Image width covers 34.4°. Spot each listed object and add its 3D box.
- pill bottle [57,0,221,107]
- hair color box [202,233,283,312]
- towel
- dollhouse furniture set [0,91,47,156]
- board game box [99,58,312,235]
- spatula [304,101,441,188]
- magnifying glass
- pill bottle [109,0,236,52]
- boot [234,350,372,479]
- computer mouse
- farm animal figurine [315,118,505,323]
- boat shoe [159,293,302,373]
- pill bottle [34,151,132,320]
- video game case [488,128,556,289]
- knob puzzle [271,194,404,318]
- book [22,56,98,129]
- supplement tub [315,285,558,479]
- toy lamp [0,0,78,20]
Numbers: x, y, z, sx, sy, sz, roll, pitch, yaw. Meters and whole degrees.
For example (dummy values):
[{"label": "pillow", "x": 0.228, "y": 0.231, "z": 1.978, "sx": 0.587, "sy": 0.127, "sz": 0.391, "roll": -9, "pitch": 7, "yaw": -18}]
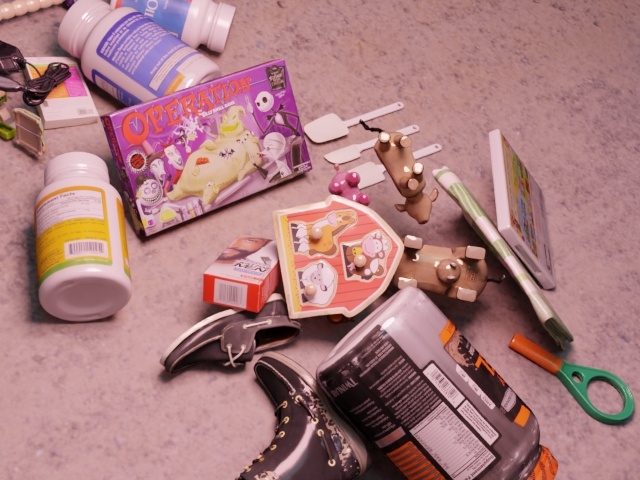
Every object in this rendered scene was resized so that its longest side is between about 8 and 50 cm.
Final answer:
[{"label": "pill bottle", "x": -0.324, "y": -0.317, "z": 1.828, "sx": 0.272, "sy": 0.152, "sz": 0.152, "roll": 35, "pitch": 52, "yaw": 9}, {"label": "hair color box", "x": -0.114, "y": 0.048, "z": 1.631, "sx": 0.093, "sy": 0.053, "sz": 0.167, "roll": 10, "pitch": 23, "yaw": 11}, {"label": "towel", "x": 0.311, "y": 0.030, "z": 1.750, "sx": 0.038, "sy": 0.248, "sz": 0.325, "roll": -35, "pitch": 64, "yaw": 9}, {"label": "dollhouse furniture set", "x": -0.501, "y": -0.207, "z": 1.730, "sx": 0.152, "sy": 0.076, "sz": 0.058, "roll": 27, "pitch": 45, "yaw": 19}, {"label": "board game box", "x": -0.182, "y": -0.162, "z": 1.746, "sx": 0.347, "sy": 0.056, "sz": 0.208, "roll": -25, "pitch": 104, "yaw": -31}, {"label": "spatula", "x": 0.103, "y": -0.191, "z": 1.959, "sx": 0.242, "sy": 0.019, "sz": 0.168, "roll": -24, "pitch": 64, "yaw": -31}, {"label": "magnifying glass", "x": 0.423, "y": 0.229, "z": 1.747, "sx": 0.231, "sy": 0.026, "sz": 0.092, "roll": 33, "pitch": 52, "yaw": 5}, {"label": "pill bottle", "x": -0.277, "y": -0.430, "z": 1.947, "sx": 0.222, "sy": 0.124, "sz": 0.124, "roll": 16, "pitch": 51, "yaw": -6}, {"label": "boot", "x": -0.061, "y": 0.286, "z": 1.506, "sx": 0.179, "sy": 0.085, "sz": 0.236, "roll": -32, "pitch": 68, "yaw": -31}, {"label": "computer mouse", "x": -0.561, "y": -0.288, "z": 1.725, "sx": 0.262, "sy": 0.060, "sz": 0.184, "roll": 21, "pitch": 25, "yaw": -9}, {"label": "farm animal figurine", "x": 0.139, "y": 0.011, "z": 1.701, "sx": 0.327, "sy": 0.172, "sz": 0.330, "roll": 27, "pitch": 88, "yaw": 2}, {"label": "boat shoe", "x": -0.134, "y": 0.153, "z": 1.581, "sx": 0.233, "sy": 0.084, "sz": 0.079, "roll": -19, "pitch": 62, "yaw": -33}, {"label": "pill bottle", "x": -0.369, "y": -0.012, "z": 1.594, "sx": 0.136, "sy": 0.136, "sz": 0.245, "roll": -1, "pitch": 54, "yaw": -19}, {"label": "video game case", "x": 0.361, "y": -0.055, "z": 1.854, "sx": 0.206, "sy": 0.026, "sz": 0.227, "roll": 45, "pitch": 36, "yaw": -42}, {"label": "knob puzzle", "x": 0.033, "y": 0.023, "z": 1.598, "sx": 0.213, "sy": 0.030, "sz": 0.213, "roll": 0, "pitch": 86, "yaw": 0}, {"label": "book", "x": -0.458, "y": -0.263, "z": 1.822, "sx": 0.096, "sy": 0.035, "sz": 0.144, "roll": -10, "pitch": 58, "yaw": -28}, {"label": "supplement tub", "x": 0.172, "y": 0.250, "z": 1.504, "sx": 0.338, "sy": 0.207, "sz": 0.207, "roll": 48, "pitch": 53, "yaw": 0}, {"label": "toy lamp", "x": -0.563, "y": -0.419, "z": 1.875, "sx": 0.275, "sy": 0.080, "sz": 0.080, "roll": -30, "pitch": 68, "yaw": -33}]
